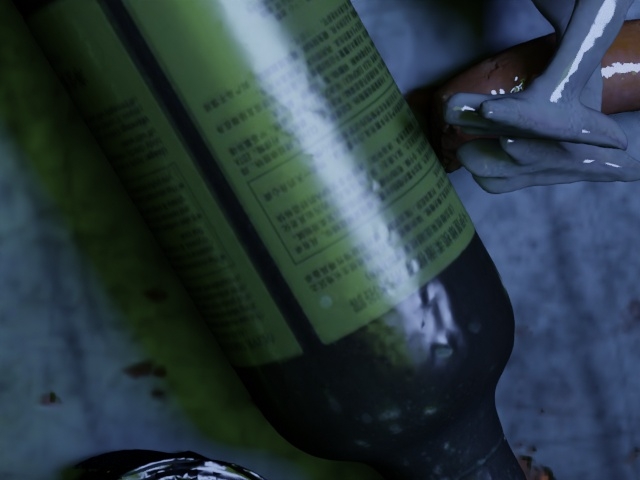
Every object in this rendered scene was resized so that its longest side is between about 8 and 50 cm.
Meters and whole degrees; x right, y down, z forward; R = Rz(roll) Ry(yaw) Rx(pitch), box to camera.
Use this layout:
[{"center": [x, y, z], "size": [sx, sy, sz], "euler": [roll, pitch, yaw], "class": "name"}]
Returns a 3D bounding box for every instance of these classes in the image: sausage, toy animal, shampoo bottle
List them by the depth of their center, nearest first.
[{"center": [0.000, 0.000, 0.597], "size": [0.101, 0.101, 0.284], "euler": [-32, 100, -12], "class": "shampoo bottle"}, {"center": [0.096, -0.113, 0.605], "size": [0.367, 0.081, 0.206], "euler": [19, 69, -8], "class": "toy animal"}, {"center": [0.128, -0.064, 0.663], "size": [0.177, 0.040, 0.047], "euler": [-10, 135, -14], "class": "sausage"}]

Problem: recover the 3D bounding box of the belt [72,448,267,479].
[{"center": [-0.045, 0.138, 0.615], "size": [0.105, 0.058, 0.140], "euler": [-32, 97, -18], "class": "belt"}]
